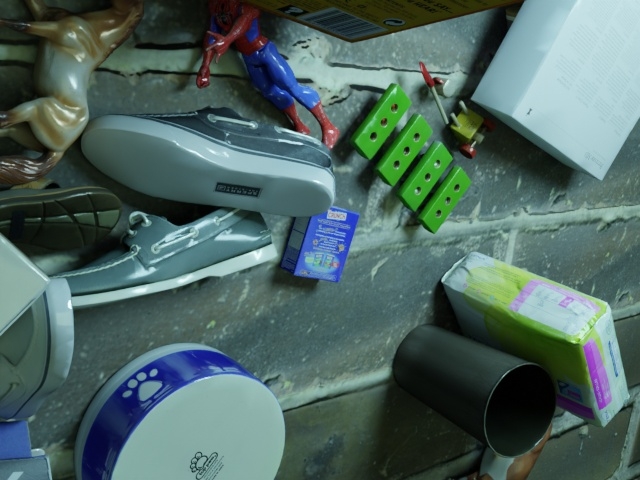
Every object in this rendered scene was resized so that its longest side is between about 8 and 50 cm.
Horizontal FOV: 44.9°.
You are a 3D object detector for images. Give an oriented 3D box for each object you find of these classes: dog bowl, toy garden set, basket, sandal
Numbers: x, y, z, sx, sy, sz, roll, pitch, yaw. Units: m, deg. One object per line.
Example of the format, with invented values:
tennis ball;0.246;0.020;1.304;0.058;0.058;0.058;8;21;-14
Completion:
dog bowl;-0.180;0.276;1.027;0.265;0.104;0.264;-15;115;-36
toy garden set;0.160;-0.160;1.197;0.203;0.049;0.244;-54;131;-9
basket;0.245;0.236;1.289;0.204;0.227;0.154;36;81;-41
sandal;-0.316;-0.032;0.828;0.219;0.060;0.090;-9;143;-38

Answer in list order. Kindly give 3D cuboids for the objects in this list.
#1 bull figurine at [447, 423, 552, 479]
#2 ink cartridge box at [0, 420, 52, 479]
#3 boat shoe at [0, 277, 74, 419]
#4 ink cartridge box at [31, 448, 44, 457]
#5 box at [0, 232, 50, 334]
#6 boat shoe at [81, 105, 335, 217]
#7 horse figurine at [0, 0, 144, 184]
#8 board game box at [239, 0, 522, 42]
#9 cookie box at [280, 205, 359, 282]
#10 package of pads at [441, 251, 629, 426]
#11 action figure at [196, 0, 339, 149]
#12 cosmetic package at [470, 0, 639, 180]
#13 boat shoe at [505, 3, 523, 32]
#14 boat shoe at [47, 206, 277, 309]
bull figurine;0.356;0.463;1.551;0.188;0.101;0.310;25;89;-41
ink cartridge box;-0.390;0.273;0.688;0.304;0.307;0.072;5;130;-34
boat shoe;-0.317;0.123;0.790;0.084;0.095;0.258;0;144;-34
ink cartridge box;-0.446;0.364;0.794;0.354;0.119;0.207;-9;127;-38
box;-0.389;-0.032;0.647;0.121;0.148;0.311;-48;111;-15
boat shoe;-0.124;-0.110;0.921;0.301;0.102;0.108;9;145;-16
horse figurine;-0.287;-0.168;0.793;0.175;0.066;0.263;16;85;-45
board game box;0.042;-0.435;0.735;0.357;0.356;0.356;8;86;-42
cookie box;0.000;0.000;1.121;0.092;0.040;0.107;13;97;-42
package of pads;0.355;0.157;1.306;0.101;0.297;0.229;-42;128;-20
action figure;-0.086;-0.195;0.935;0.139;0.092;0.280;-57;134;-30
cosmetic package;0.442;-0.287;1.305;0.377;0.097;0.284;18;101;-48
boat shoe;0.360;-0.367;1.289;0.152;0.056;0.049;-16;126;-32
boat shoe;-0.200;0.013;0.928;0.320;0.116;0.099;-15;92;-35
